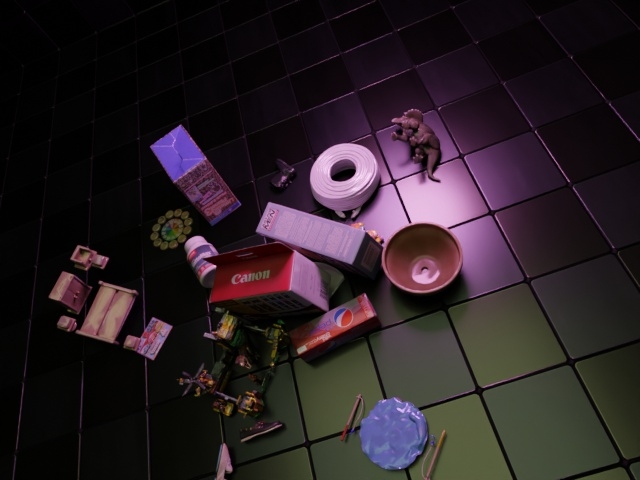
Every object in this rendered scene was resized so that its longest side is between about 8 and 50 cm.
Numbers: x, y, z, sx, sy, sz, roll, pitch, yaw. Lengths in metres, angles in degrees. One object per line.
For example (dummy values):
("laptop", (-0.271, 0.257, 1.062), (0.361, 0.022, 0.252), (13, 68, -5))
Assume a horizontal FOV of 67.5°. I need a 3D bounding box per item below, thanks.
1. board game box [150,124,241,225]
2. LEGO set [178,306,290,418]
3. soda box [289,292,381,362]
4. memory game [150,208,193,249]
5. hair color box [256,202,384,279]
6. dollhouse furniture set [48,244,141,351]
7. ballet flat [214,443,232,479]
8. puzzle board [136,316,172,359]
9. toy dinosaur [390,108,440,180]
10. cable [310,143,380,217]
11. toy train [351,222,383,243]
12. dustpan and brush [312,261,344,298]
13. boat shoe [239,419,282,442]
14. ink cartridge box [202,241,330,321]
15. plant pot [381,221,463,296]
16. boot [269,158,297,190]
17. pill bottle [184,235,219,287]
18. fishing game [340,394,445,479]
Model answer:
("board game box", (-0.459, -0.237, 1.779), (0.141, 0.291, 0.232), (-37, 57, -5))
("LEGO set", (-0.253, 0.353, 1.436), (0.254, 0.192, 0.332), (19, 70, 27))
("soda box", (0.045, 0.266, 1.444), (0.263, 0.092, 0.084), (-27, 56, 3))
("memory game", (-0.584, -0.045, 1.881), (0.186, 0.012, 0.186), (-9, 59, 15))
("hair color box", (0.000, 0.000, 1.526), (0.374, 0.185, 0.114), (19, 81, 33))
("dollhouse furniture set", (-0.767, 0.223, 1.763), (0.355, 0.174, 0.304), (16, 67, 2))
("ballet flat", (-0.276, 0.670, 1.361), (0.052, 0.057, 0.169), (12, 67, -6))
("puzzle board", (-0.583, 0.340, 1.665), (0.096, 0.011, 0.128), (16, 69, 26))
("toy dinosaur", (0.354, -0.353, 1.668), (0.160, 0.121, 0.314), (-23, 65, -34))
("cable", (0.083, -0.229, 1.711), (0.257, 0.089, 0.257), (33, 76, 31))
("toy train", (0.136, 0.005, 1.587), (0.125, 0.046, 0.166), (-46, 58, -10))
("dustpan and brush", (-0.046, 0.115, 1.579), (0.211, 0.060, 0.147), (31, 75, 30))
("boat shoe", (-0.175, 0.545, 1.388), (0.132, 0.049, 0.042), (-23, 65, 11))
("ink cartridge box", (-0.171, 0.134, 1.444), (0.309, 0.271, 0.130), (-13, 59, 31))
("plant pot", (0.312, 0.071, 1.454), (0.237, 0.110, 0.238), (-9, 59, 14))
("boot", (-0.158, -0.251, 1.835), (0.121, 0.045, 0.099), (36, 81, 31))
("pill bottle", (-0.411, 0.072, 1.700), (0.108, 0.108, 0.180), (-39, 57, -5))
("fishing game", (0.195, 0.517, 1.287), (0.263, 0.041, 0.189), (10, 58, 29))
